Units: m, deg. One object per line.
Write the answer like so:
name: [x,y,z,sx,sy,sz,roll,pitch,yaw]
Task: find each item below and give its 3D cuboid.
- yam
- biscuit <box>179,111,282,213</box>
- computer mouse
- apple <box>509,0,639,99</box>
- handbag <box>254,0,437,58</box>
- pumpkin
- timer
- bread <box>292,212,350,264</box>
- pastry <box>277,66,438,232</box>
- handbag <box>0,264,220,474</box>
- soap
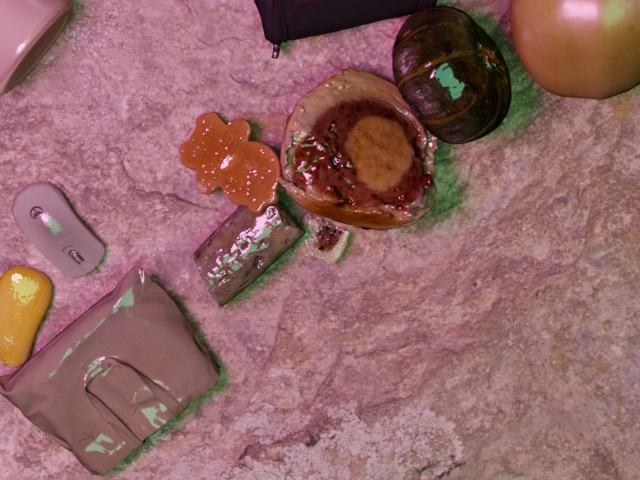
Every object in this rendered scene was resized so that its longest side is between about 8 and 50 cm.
yam: [-0.126,0.013,1.801,0.194,0.107,0.107,-44,107,6]
biscuit: [-0.136,-0.126,1.758,0.184,0.027,0.133,21,90,17]
computer mouse: [-0.416,-0.009,1.777,0.089,0.056,0.181,-36,108,7]
apple: [0.425,-0.343,1.708,0.263,0.262,0.262,-2,106,-8]
handbag: [0.034,-0.423,1.660,0.302,0.178,0.275,-11,107,-5]
pumpkin: [0.198,-0.253,1.716,0.157,0.223,0.223,-25,110,25]
timer: [-0.515,-0.357,1.612,0.266,0.175,0.175,38,97,-10]
bread: [0.000,0.000,1.852,0.083,0.035,0.070,23,103,-17]
pastry: [0.051,-0.128,1.757,0.256,0.170,0.236,14,63,-16]
handbag: [-0.338,0.218,1.827,0.316,0.109,0.253,-39,112,3]
soap: [-0.495,0.122,1.813,0.089,0.033,0.168,22,101,-12]
